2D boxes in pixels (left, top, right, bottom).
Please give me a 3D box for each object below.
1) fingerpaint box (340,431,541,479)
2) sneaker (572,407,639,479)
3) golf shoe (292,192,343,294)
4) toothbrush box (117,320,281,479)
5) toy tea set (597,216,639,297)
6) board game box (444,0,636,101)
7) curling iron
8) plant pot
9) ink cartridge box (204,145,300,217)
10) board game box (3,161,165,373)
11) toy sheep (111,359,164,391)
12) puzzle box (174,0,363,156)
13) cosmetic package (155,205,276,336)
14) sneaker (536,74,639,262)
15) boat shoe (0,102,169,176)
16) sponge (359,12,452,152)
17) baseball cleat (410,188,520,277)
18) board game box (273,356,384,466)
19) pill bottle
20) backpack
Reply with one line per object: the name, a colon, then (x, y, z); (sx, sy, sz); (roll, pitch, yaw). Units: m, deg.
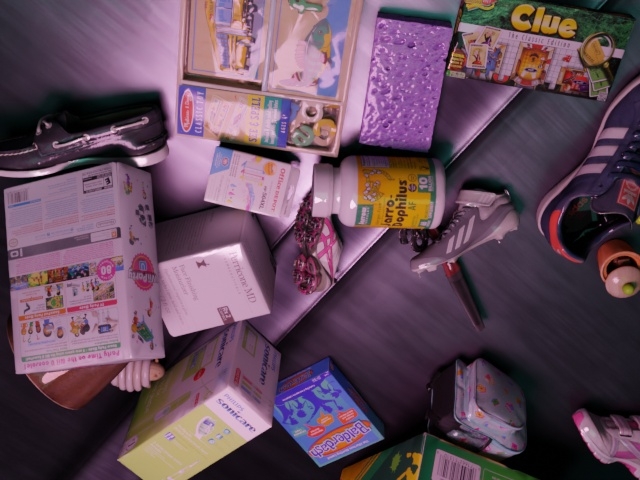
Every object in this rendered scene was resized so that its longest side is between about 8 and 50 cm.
fingerpaint box: (0.292, 0.566, 1.579); (0.444, 0.163, 0.371); (25, 148, -13)
sneaker: (0.607, 0.385, 1.591); (0.252, 0.103, 0.111); (28, 114, -21)
golf shoe: (0.000, 0.000, 1.409); (0.086, 0.067, 0.186); (-12, 116, -40)
toothbrush box: (-0.221, 0.310, 1.509); (0.283, 0.206, 0.122); (-34, 113, 21)
toy tea set: (0.621, -0.012, 1.332); (0.200, 0.124, 0.336); (29, 117, -14)
board game box: (0.332, -0.298, 1.231); (0.259, 0.030, 0.136); (8, 118, -3)
curling iron: (0.224, 0.058, 1.440); (0.068, 0.035, 0.274); (-32, 114, 12)
plant pot: (-0.394, 0.147, 1.440); (0.230, 0.215, 0.215); (-35, 114, 5)
ink cartridge box: (-0.109, -0.094, 1.316); (0.143, 0.090, 0.092); (13, 94, -5)
board game box: (-0.377, 0.049, 1.281); (0.224, 0.097, 0.303); (-10, 79, 21)
toy sheep: (-0.367, 0.251, 1.551); (0.132, 0.091, 0.091); (0, 121, -7)
puzzle box: (-0.076, -0.334, 1.212); (0.272, 0.052, 0.409); (7, 121, -1)
cosmetic package: (-0.188, 0.046, 1.382); (0.183, 0.151, 0.151); (-15, 120, 10)
sneaker: (0.483, -0.108, 1.268); (0.131, 0.148, 0.350); (23, 119, -11)
boat shoe: (-0.400, -0.168, 1.295); (0.302, 0.114, 0.091); (-8, 121, -7)
sponge: (0.132, -0.245, 1.268); (0.117, 0.031, 0.210); (6, 121, -2)
baseball cleat: (0.232, -0.024, 1.364); (0.206, 0.072, 0.109); (-25, 96, -6)
board game box: (0.008, 0.348, 1.614); (0.160, 0.047, 0.210); (-29, 116, 18)
pill bottle: (0.091, -0.079, 1.309); (0.208, 0.117, 0.118); (2, 121, -4)
backpack: (0.309, 0.327, 1.522); (0.188, 0.166, 0.144); (39, 124, -22)
